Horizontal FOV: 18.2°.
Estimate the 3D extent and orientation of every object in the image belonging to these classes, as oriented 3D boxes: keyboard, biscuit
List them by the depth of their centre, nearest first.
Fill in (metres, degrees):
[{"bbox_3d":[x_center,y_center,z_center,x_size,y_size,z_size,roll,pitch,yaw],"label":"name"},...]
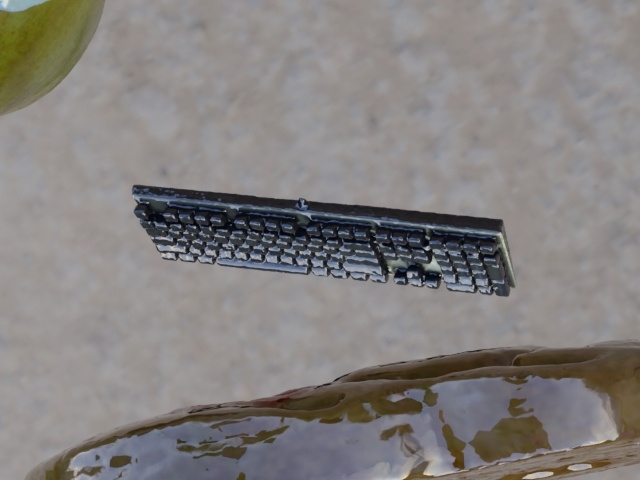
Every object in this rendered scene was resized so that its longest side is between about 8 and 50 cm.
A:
[{"bbox_3d":[0.052,0.086,0.916,0.314,0.368,0.063,142,119,-66],"label":"biscuit"},{"bbox_3d":[0.000,0.000,1.628,0.317,0.027,0.106,6,150,19],"label":"keyboard"}]

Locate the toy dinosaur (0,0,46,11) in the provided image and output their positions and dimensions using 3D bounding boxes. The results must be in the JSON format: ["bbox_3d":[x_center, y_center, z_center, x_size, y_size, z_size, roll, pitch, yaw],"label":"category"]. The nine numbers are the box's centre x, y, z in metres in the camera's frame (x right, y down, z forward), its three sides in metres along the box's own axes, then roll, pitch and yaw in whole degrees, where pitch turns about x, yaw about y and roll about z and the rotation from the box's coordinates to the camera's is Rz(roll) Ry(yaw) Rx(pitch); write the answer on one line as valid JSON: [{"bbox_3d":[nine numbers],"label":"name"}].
[{"bbox_3d":[-0.104,-0.152,0.590,0.144,0.076,0.329,27,97,35],"label":"toy dinosaur"}]

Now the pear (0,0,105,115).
[{"bbox_3d":[-0.199,-0.148,1.021,0.200,0.200,0.200,18,122,32],"label":"pear"}]
